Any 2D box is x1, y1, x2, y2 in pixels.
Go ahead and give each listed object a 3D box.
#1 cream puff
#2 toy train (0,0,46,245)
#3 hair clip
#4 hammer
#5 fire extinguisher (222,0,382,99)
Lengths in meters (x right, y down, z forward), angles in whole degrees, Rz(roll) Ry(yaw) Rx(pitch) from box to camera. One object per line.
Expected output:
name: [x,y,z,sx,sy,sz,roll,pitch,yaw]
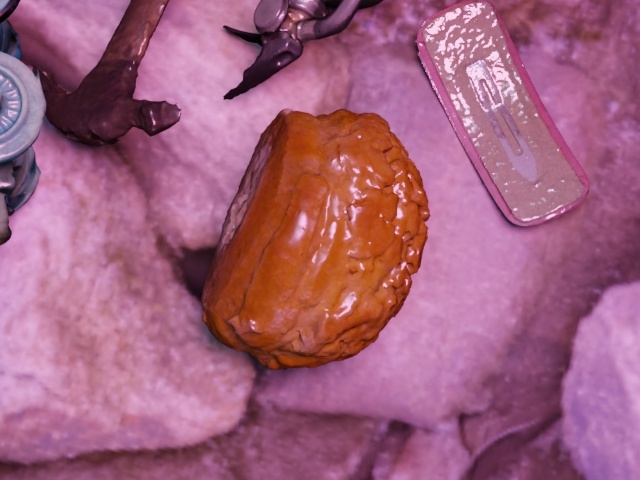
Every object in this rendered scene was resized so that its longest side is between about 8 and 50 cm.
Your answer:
cream puff: [0.002,0.001,0.749,0.103,0.126,0.144,20,86,-14]
toy train: [-0.226,-0.083,0.753,0.154,0.107,0.198,-9,74,-14]
hair clip: [0.104,-0.072,0.821,0.054,0.022,0.137,-26,80,-7]
hammer: [-0.072,-0.181,0.811,0.125,0.027,0.297,6,64,40]
fire extinguisher: [0.021,-0.213,0.811,0.093,0.118,0.294,31,74,-38]
